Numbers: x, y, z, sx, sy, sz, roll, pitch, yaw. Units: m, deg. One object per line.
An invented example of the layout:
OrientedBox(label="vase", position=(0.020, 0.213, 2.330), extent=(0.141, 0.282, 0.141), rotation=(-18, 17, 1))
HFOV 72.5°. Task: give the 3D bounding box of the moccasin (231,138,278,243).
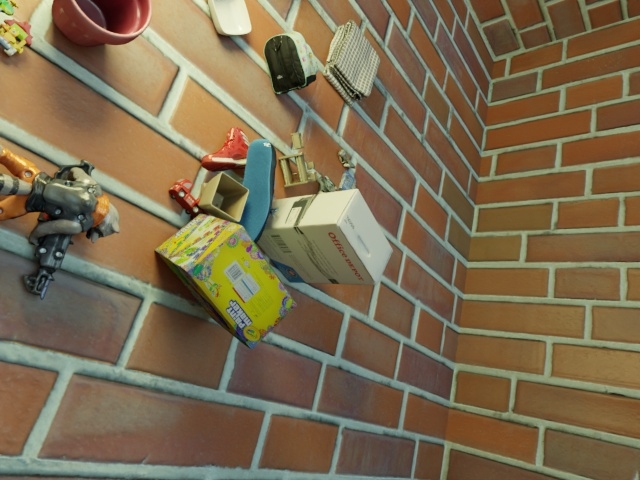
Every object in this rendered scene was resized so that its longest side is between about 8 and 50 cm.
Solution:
OrientedBox(label="moccasin", position=(-0.186, -0.146, 1.389), extent=(0.117, 0.137, 0.342), rotation=(40, 64, -75))

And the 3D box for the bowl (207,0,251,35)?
OrientedBox(label="bowl", position=(-0.302, -0.735, 1.418), extent=(0.142, 0.053, 0.142), rotation=(-32, 111, -46))

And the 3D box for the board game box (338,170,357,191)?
OrientedBox(label="board game box", position=(0.122, -0.244, 1.915), extent=(0.090, 0.020, 0.090), rotation=(38, 61, -42))

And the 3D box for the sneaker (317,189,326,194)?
OrientedBox(label="sneaker", position=(0.046, -0.143, 1.761), extent=(0.235, 0.094, 0.153), rotation=(-28, 118, -36))

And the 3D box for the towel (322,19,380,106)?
OrientedBox(label="towel", position=(0.142, -0.769, 1.894), extent=(0.235, 0.121, 0.284), rotation=(38, 60, -41))

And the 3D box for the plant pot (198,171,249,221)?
OrientedBox(label="plant pot", position=(-0.293, -0.120, 1.281), extent=(0.109, 0.096, 0.109), rotation=(34, 60, -42))

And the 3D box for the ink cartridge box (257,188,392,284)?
OrientedBox(label="ink cartridge box", position=(0.000, 0.000, 1.465), extent=(0.285, 0.394, 0.166), rotation=(55, 50, -33))

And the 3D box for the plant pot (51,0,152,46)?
OrientedBox(label="plant pot", position=(-0.534, -0.553, 1.032), extent=(0.201, 0.180, 0.202), rotation=(3, 86, -50))

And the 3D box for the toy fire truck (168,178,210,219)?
OrientedBox(label="toy fire truck", position=(-0.353, -0.127, 1.324), extent=(0.192, 0.047, 0.135), rotation=(53, 50, -32))

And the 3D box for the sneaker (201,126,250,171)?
OrientedBox(label="sneaker", position=(-0.302, -0.292, 1.384), extent=(0.221, 0.087, 0.128), rotation=(-16, 92, -61))

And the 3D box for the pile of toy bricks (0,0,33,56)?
OrientedBox(label="pile of toy bricks", position=(-0.683, -0.497, 0.890), extent=(0.105, 0.118, 0.212), rotation=(-52, 128, -14))

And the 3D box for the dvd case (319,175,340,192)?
OrientedBox(label="dvd case", position=(0.047, -0.213, 1.763), extent=(0.119, 0.013, 0.087), rotation=(50, 20, 3))

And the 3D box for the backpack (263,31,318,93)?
OrientedBox(label="backpack", position=(-0.107, -0.642, 1.555), extent=(0.144, 0.165, 0.188), rotation=(-50, 127, -41))

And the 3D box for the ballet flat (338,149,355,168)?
OrientedBox(label="ballet flat", position=(0.109, -0.345, 1.900), extent=(0.114, 0.041, 0.041), rotation=(49, 53, -36))

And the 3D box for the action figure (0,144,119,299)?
OrientedBox(label="action figure", position=(-0.601, -0.049, 0.934), extent=(0.330, 0.178, 0.342), rotation=(14, 75, -39))

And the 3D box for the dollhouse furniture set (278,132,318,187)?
OrientedBox(label="dollhouse furniture set", position=(-0.091, -0.301, 1.639), extent=(0.161, 0.101, 0.182), rotation=(-38, 118, -72))

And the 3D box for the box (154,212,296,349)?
OrientedBox(label="box", position=(-0.264, 0.102, 1.210), extent=(0.177, 0.279, 0.290), rotation=(-43, 121, -21))
